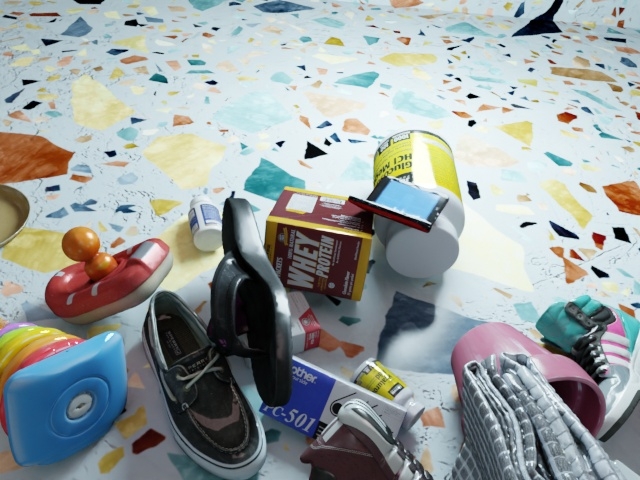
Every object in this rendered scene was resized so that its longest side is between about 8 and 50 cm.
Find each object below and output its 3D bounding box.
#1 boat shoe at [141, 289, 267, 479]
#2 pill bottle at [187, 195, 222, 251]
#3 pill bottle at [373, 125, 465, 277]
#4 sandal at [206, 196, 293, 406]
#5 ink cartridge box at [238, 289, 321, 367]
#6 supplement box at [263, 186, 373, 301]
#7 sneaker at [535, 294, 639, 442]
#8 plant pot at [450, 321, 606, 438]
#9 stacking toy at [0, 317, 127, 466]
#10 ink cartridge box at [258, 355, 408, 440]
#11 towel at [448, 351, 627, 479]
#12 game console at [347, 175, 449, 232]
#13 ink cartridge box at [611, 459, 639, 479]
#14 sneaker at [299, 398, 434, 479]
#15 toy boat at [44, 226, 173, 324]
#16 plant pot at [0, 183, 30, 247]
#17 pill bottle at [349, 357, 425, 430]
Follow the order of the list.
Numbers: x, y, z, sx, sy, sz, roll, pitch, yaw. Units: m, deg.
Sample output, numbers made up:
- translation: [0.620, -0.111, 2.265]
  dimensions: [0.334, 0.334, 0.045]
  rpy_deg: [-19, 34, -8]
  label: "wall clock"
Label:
- translation: [-0.197, 0.211, 0.840]
  dimensions: [0.121, 0.119, 0.335]
  rpy_deg: [-25, 51, -30]
  label: "boat shoe"
- translation: [-0.241, -0.039, 1.146]
  dimensions: [0.067, 0.067, 0.120]
  rpy_deg: [-9, 45, -17]
  label: "pill bottle"
- translation: [0.206, -0.086, 1.169]
  dimensions: [0.188, 0.187, 0.333]
  rpy_deg: [6, 42, -1]
  label: "pill bottle"
- translation: [-0.136, 0.089, 0.872]
  dimensions: [0.107, 0.167, 0.445]
  rpy_deg: [-2, 34, -20]
  label: "sandal"
- translation: [-0.080, 0.154, 0.965]
  dimensions: [0.135, 0.056, 0.099]
  rpy_deg: [-14, 46, -22]
  label: "ink cartridge box"
- translation: [0.000, 0.000, 1.052]
  dimensions: [0.192, 0.129, 0.194]
  rpy_deg: [10, 24, 3]
  label: "supplement box"
- translation: [0.457, 0.193, 0.944]
  dimensions: [0.178, 0.123, 0.295]
  rpy_deg: [32, 40, 18]
  label: "sneaker"
- translation: [0.297, 0.230, 0.849]
  dimensions: [0.202, 0.201, 0.180]
  rpy_deg: [-3, 28, -11]
  label: "plant pot"
- translation: [-0.451, 0.184, 0.830]
  dimensions: [0.302, 0.165, 0.175]
  rpy_deg: [21, 28, 30]
  label: "stacking toy"
- translation: [0.019, 0.260, 0.836]
  dimensions: [0.207, 0.046, 0.097]
  rpy_deg: [21, 83, 15]
  label: "ink cartridge box"
- translation: [0.235, 0.292, 0.606]
  dimensions: [0.121, 0.234, 0.283]
  rpy_deg: [-12, 27, -3]
  label: "towel"
- translation: [0.144, -0.077, 0.998]
  dimensions: [0.144, 0.085, 0.124]
  rpy_deg: [22, 1, 28]
  label: "game console"
- translation: [0.420, 0.406, 0.689]
  dimensions: [0.087, 0.153, 0.208]
  rpy_deg: [-31, 53, -33]
  label: "ink cartridge box"
- translation: [0.081, 0.369, 0.740]
  dimensions: [0.162, 0.106, 0.281]
  rpy_deg: [-41, 79, 1]
  label: "sneaker"
- translation: [-0.379, 0.042, 0.928]
  dimensions: [0.231, 0.151, 0.151]
  rpy_deg: [-21, 25, 24]
  label: "toy boat"
- translation: [-0.713, -0.036, 1.104]
  dimensions: [0.237, 0.032, 0.236]
  rpy_deg: [4, 43, -4]
  label: "plant pot"
- translation: [0.109, 0.249, 0.881]
  dimensions: [0.116, 0.065, 0.065]
  rpy_deg: [36, 50, 28]
  label: "pill bottle"
